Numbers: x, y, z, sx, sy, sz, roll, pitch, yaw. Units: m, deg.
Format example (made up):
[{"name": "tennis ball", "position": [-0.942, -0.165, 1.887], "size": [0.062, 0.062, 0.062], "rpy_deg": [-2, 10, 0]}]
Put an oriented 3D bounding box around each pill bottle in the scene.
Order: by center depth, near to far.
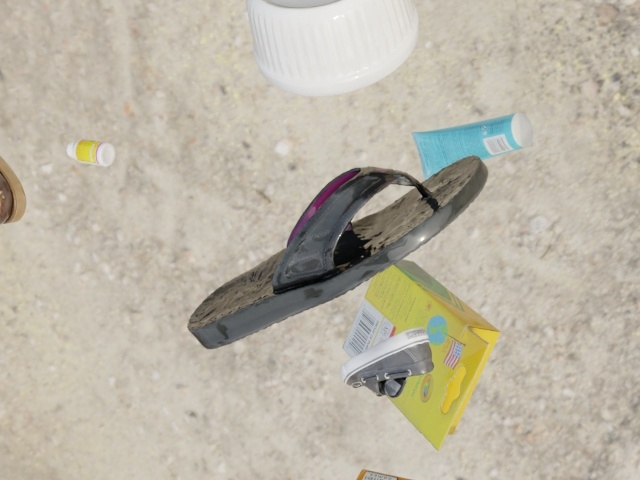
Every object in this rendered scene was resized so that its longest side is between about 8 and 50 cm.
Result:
[{"name": "pill bottle", "position": [-0.413, -0.158, 1.499], "size": [0.083, 0.043, 0.043], "rpy_deg": [10, 116, 24]}]

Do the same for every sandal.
[{"name": "sandal", "position": [-0.001, 0.002, 1.051], "size": [0.446, 0.167, 0.107], "rpy_deg": [-29, 108, 19]}]

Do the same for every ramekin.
[{"name": "ramekin", "position": [0.008, -0.279, 0.997], "size": [0.207, 0.207, 0.109], "rpy_deg": [24, 150, 32]}]

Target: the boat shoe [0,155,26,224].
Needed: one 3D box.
[{"name": "boat shoe", "position": [-0.360, -0.086, 0.776], "size": [0.207, 0.073, 0.073], "rpy_deg": [40, 121, 23]}]

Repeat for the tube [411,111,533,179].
[{"name": "tube", "position": [0.226, -0.148, 1.288], "size": [0.207, 0.052, 0.080], "rpy_deg": [-9, 97, 48]}]

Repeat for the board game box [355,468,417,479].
[{"name": "board game box", "position": [0.174, 0.615, 1.231], "size": [0.356, 0.356, 0.356], "rpy_deg": [6, 111, 20]}]

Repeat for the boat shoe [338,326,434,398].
[{"name": "boat shoe", "position": [0.098, 0.191, 1.214], "size": [0.228, 0.080, 0.076], "rpy_deg": [-42, 63, 55]}]

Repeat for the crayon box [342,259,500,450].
[{"name": "crayon box", "position": [0.174, 0.184, 1.414], "size": [0.318, 0.081, 0.202], "rpy_deg": [44, 117, 53]}]
